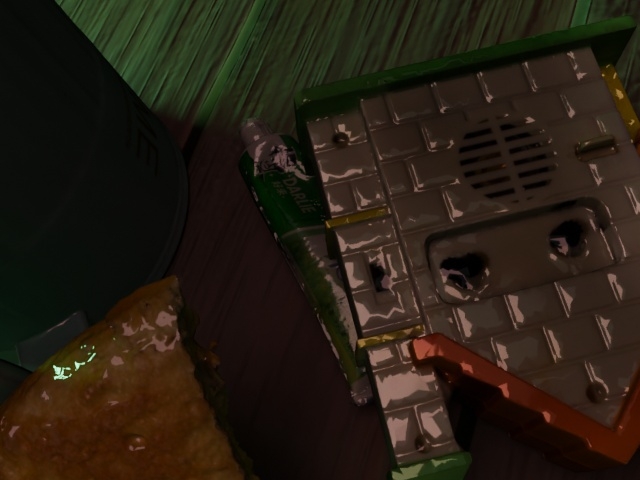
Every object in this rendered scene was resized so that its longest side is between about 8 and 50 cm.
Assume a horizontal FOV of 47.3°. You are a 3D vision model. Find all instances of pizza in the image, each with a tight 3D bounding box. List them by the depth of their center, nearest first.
[{"bbox_3d":[-0.085,0.202,0.407,0.280,0.075,0.288,-42,97,10],"label":"pizza"}]

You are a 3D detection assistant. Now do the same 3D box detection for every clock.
[{"bbox_3d":[0.118,0.015,0.454,0.219,0.106,0.255,-13,70,-2],"label":"clock"}]

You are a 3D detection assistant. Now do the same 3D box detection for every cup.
[{"bbox_3d":[-0.275,-0.046,0.482,0.256,0.311,0.331,-1,65,15],"label":"cup"}]

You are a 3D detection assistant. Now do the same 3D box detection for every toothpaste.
[{"bbox_3d":[0.000,0.000,0.538,0.078,0.047,0.248,-28,63,-5],"label":"toothpaste"}]
